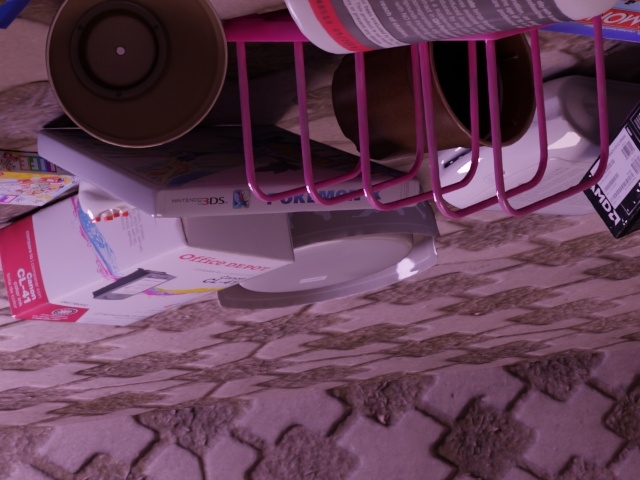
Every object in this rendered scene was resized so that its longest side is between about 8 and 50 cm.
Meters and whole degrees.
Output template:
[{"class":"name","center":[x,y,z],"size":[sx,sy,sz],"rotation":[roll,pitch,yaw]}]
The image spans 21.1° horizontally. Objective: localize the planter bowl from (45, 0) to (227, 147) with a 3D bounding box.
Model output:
[{"class":"planter bowl","center":[-0.176,-0.170,1.564],"size":[0.162,0.162,0.109],"rotation":[-7,-169,-16]}]

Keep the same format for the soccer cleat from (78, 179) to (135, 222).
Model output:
[{"class":"soccer cleat","center":[-0.196,-0.075,2.002],"size":[0.196,0.076,0.068],"rotation":[-13,179,19]}]

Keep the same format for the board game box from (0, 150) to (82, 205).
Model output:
[{"class":"board game box","center":[-0.362,-0.072,1.994],"size":[0.154,0.026,0.103],"rotation":[2,160,-42]}]

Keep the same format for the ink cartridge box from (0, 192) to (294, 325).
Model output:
[{"class":"ink cartridge box","center":[-0.222,0.006,2.193],"size":[0.306,0.131,0.226],"rotation":[-20,163,33]}]

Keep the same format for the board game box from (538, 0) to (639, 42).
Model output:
[{"class":"board game box","center":[0.291,-0.271,1.715],"size":[0.317,0.046,0.213],"rotation":[0,160,-38]}]

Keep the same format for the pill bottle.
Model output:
[{"class":"pill bottle","center":[0.135,-0.248,1.314],"size":[0.318,0.176,0.176],"rotation":[-5,170,28]}]

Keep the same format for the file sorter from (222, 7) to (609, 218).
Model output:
[{"class":"file sorter","center":[0.093,-0.126,1.561],"size":[0.291,0.182,0.202],"rotation":[5,-164,38]}]

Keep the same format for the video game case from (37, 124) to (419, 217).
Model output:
[{"class":"video game case","center":[-0.105,-0.080,1.836],"size":[0.300,0.036,0.329],"rotation":[-3,-165,-29]}]

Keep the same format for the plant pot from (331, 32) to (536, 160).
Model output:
[{"class":"plant pot","center":[0.111,-0.159,1.795],"size":[0.167,0.167,0.165],"rotation":[3,166,-44]}]

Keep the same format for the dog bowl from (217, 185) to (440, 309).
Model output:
[{"class":"dog bowl","center":[0.000,0.000,2.394],"size":[0.349,0.102,0.349],"rotation":[-10,165,-3]}]

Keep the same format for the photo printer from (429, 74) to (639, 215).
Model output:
[{"class":"photo printer","center":[0.310,-0.116,2.183],"size":[0.307,0.107,0.256],"rotation":[2,159,-40]}]

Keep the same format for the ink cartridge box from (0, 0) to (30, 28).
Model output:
[{"class":"ink cartridge box","center":[-0.388,-0.185,1.403],"size":[0.333,0.065,0.165],"rotation":[-1,166,-27]}]

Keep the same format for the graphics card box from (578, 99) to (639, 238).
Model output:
[{"class":"graphics card box","center":[0.467,-0.159,1.940],"size":[0.233,0.094,0.371],"rotation":[-22,158,-27]}]
